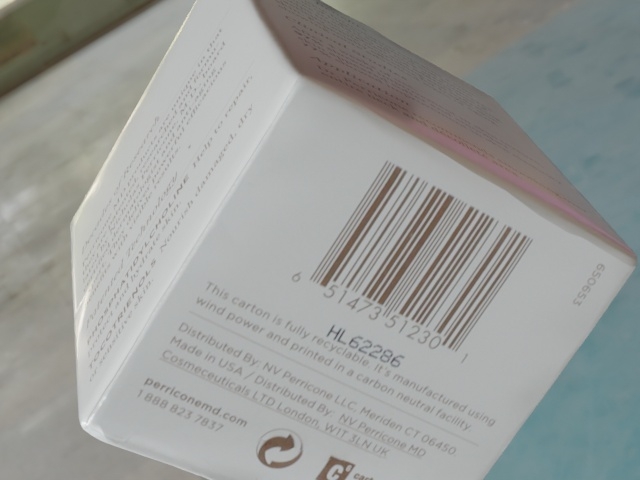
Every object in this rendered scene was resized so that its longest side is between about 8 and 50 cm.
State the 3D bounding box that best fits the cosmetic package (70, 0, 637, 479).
[{"bbox_3d":[0.000,0.000,1.247,0.327,0.329,0.394,-58,22,16],"label":"cosmetic package"}]
